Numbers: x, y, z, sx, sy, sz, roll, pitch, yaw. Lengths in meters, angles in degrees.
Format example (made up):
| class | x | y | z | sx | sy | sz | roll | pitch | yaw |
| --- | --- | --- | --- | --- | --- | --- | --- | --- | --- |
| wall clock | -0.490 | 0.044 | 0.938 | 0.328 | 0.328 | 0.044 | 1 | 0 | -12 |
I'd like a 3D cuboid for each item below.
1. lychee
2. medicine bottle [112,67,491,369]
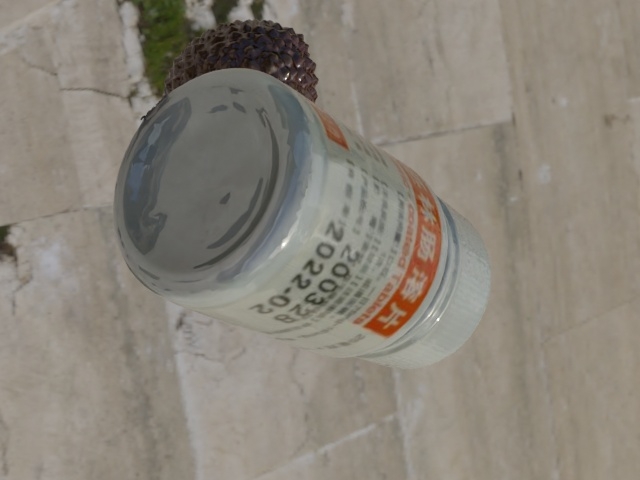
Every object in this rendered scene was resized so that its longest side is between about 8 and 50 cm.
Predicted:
| class | x | y | z | sx | sy | sz | roll | pitch | yaw |
| --- | --- | --- | --- | --- | --- | --- | --- | --- | --- |
| lychee | -0.084 | -0.168 | 1.227 | 0.188 | 0.188 | 0.188 | 3 | 85 | -43 |
| medicine bottle | 0.000 | 0.000 | 0.689 | 0.252 | 0.144 | 0.144 | 31 | 66 | -54 |
